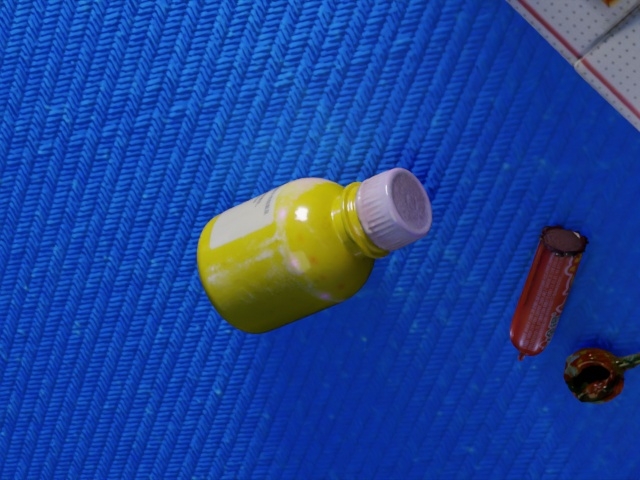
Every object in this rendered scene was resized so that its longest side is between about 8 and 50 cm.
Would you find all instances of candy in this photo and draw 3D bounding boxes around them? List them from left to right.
[{"bbox_3d":[0.303,0.100,1.748,0.184,0.049,0.055,-25,114,26],"label":"candy"}]

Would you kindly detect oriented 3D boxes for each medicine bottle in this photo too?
[{"bbox_3d":[0.000,0.000,1.776,0.212,0.122,0.122,-23,107,34],"label":"medicine bottle"}]

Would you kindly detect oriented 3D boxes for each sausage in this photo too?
[{"bbox_3d":[0.202,0.055,1.759,0.048,0.050,0.145,-1,129,-22],"label":"sausage"}]

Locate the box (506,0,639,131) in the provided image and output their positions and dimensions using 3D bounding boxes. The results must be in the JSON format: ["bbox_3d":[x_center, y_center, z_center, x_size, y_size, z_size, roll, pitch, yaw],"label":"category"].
[{"bbox_3d":[0.229,-0.261,1.520,0.330,0.095,0.210,43,129,-7],"label":"box"}]
